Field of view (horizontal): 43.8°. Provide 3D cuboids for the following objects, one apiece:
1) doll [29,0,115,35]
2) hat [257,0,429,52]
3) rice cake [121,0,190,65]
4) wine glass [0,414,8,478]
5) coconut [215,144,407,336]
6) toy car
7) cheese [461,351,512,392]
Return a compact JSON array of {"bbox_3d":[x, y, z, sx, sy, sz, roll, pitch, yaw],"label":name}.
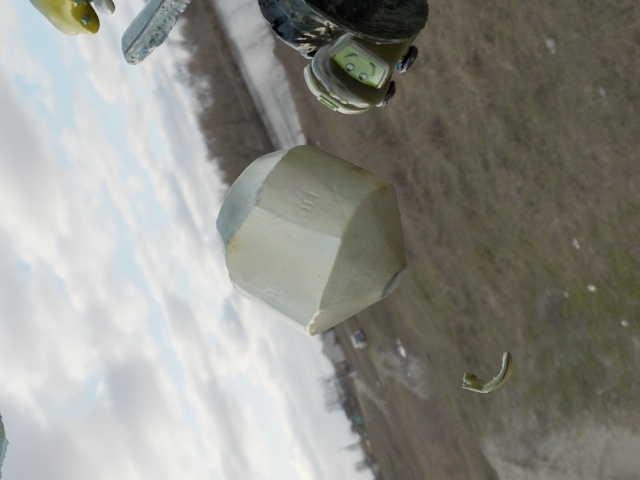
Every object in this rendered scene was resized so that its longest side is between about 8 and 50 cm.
[{"bbox_3d":[-0.252,-0.270,0.828,0.135,0.072,0.113,27,-104,-75],"label":"doll"},{"bbox_3d":[-0.007,-0.305,0.951,0.266,0.128,0.265,26,-133,-31],"label":"hat"},{"bbox_3d":[-0.176,-0.276,0.917,0.036,0.207,0.047,23,-133,-29],"label":"rice cake"},{"bbox_3d":[-0.591,0.245,0.978,0.238,0.323,0.237,9,102,46],"label":"wine glass"},{"bbox_3d":[-0.002,0.003,0.985,0.241,0.241,0.241,159,90,-89],"label":"coconut"},{"bbox_3d":[0.090,-0.367,1.490,0.204,0.247,0.198,33,176,-11],"label":"toy car"},{"bbox_3d":[0.240,0.194,1.130,0.041,0.084,0.060,61,-176,9],"label":"cheese"}]
